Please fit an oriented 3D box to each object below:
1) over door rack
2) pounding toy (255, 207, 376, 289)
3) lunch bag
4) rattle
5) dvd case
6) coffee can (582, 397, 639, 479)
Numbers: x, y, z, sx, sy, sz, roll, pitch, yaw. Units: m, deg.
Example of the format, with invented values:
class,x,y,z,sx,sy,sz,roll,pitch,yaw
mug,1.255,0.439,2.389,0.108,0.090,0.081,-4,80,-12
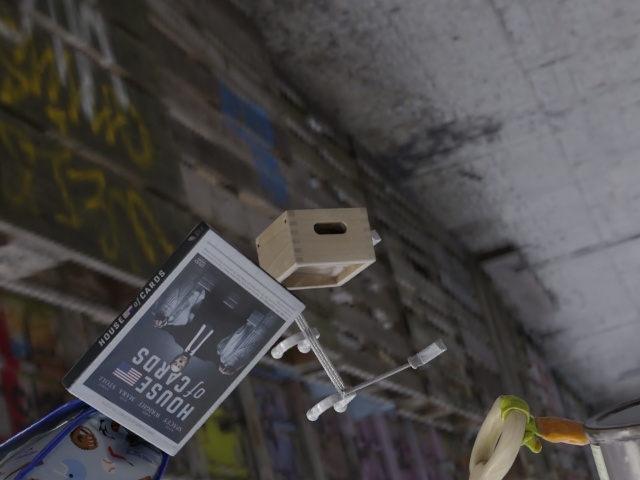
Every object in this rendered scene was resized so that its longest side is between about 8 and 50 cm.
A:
class,x,y,z,sx,sy,sz,roll,pitch,yaw
over door rack,0.028,0.137,2.108,0.108,0.239,0.324,-38,168,38
pounding toy,0.000,0.000,1.679,0.141,0.100,0.130,-3,163,-25
lunch bag,-0.445,0.426,2.184,0.328,0.239,0.385,-35,-173,31
rattle,0.258,0.316,1.778,0.143,0.199,0.130,25,171,-24
dvd case,-0.152,0.115,1.511,0.238,0.029,0.179,-49,129,0
coffee can,0.448,0.326,1.582,0.201,0.275,0.201,-16,179,0
